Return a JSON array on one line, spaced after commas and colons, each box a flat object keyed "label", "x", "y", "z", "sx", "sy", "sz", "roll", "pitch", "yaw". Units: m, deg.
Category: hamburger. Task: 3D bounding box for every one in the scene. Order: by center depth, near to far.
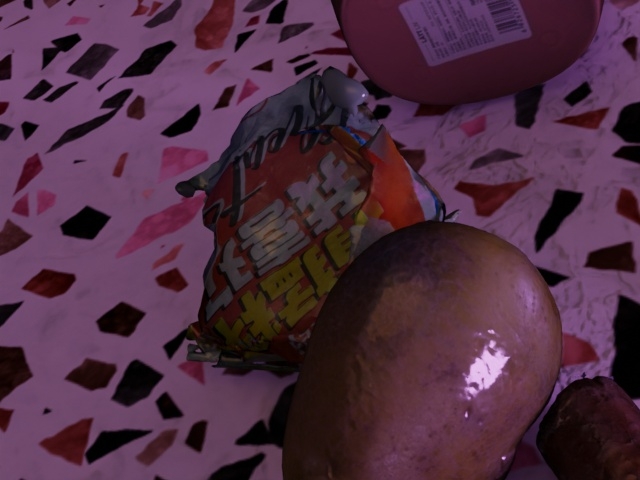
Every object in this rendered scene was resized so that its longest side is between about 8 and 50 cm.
[{"label": "hamburger", "x": 0.006, "y": -0.005, "z": 0.943, "sx": 0.261, "sy": 0.150, "sz": 0.275, "roll": -23, "pitch": 59, "yaw": 33}]

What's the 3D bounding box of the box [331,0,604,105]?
[{"label": "box", "x": 0.144, "y": -0.285, "z": 1.040, "sx": 0.301, "sy": 0.301, "sz": 0.216, "roll": -13, "pitch": 51, "yaw": 17}]

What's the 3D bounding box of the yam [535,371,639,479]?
[{"label": "yam", "x": 0.204, "y": 0.161, "z": 0.706, "sx": 0.079, "sy": 0.079, "sz": 0.141, "roll": -31, "pitch": 42, "yaw": -2}]

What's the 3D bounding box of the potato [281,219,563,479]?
[{"label": "potato", "x": 0.064, "y": 0.109, "z": 0.755, "sx": 0.174, "sy": 0.159, "sz": 0.251, "roll": 32, "pitch": 80, "yaw": 3}]
